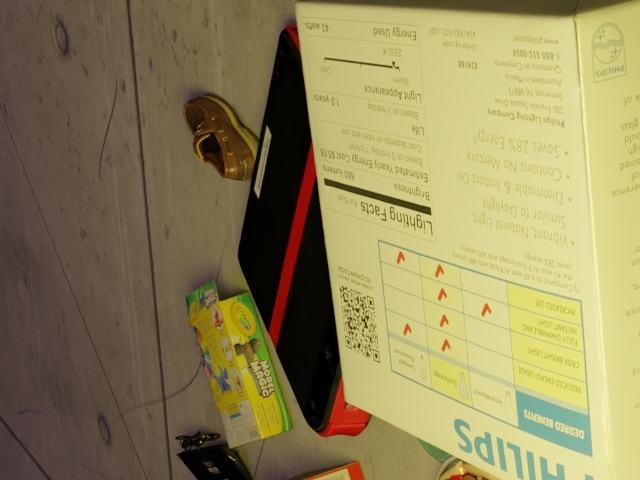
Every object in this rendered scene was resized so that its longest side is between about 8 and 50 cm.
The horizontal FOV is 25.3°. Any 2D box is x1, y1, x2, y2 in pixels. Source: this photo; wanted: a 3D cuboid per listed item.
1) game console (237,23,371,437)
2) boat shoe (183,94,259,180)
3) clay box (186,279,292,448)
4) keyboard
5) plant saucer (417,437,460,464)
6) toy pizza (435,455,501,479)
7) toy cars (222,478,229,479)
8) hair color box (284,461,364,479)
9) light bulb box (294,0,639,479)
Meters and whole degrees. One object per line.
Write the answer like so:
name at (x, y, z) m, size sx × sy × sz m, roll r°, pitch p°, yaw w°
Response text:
game console at (0.000, 0.000, 1.627) m, size 0.386 × 0.060 × 0.342 m, roll 104°, pitch 151°, yaw -42°
boat shoe at (-0.134, -0.132, 1.815) m, size 0.178 × 0.060 × 0.064 m, roll 45°, pitch 141°, yaw 44°
clay box at (-0.115, 0.164, 1.935) m, size 0.127 × 0.053 × 0.222 m, roll -29°, pitch 76°, yaw 62°
keyboard at (-0.156, 0.321, 2.129) m, size 0.100 × 0.038 × 0.192 m, roll 53°, pitch 152°, yaw -8°
plant saucer at (0.126, 0.191, 1.536) m, size 0.119 × 0.021 × 0.119 m, roll 36°, pitch 133°, yaw 50°
toy pizza at (0.175, 0.318, 1.481) m, size 0.201 × 0.032 × 0.201 m, roll 36°, pitch 136°, yaw 45°
toy cars at (-0.096, 0.439, 1.945) m, size 0.087 × 0.176 × 0.394 m, roll 50°, pitch 158°, yaw -22°
hair color box at (-0.018, 0.322, 1.793) m, size 0.167 × 0.093 × 0.053 m, roll -27°, pitch 79°, yaw 63°
light bulb box at (0.177, -0.023, 1.114) m, size 0.358 × 0.225 × 0.361 m, roll 19°, pitch 120°, yaw 57°
